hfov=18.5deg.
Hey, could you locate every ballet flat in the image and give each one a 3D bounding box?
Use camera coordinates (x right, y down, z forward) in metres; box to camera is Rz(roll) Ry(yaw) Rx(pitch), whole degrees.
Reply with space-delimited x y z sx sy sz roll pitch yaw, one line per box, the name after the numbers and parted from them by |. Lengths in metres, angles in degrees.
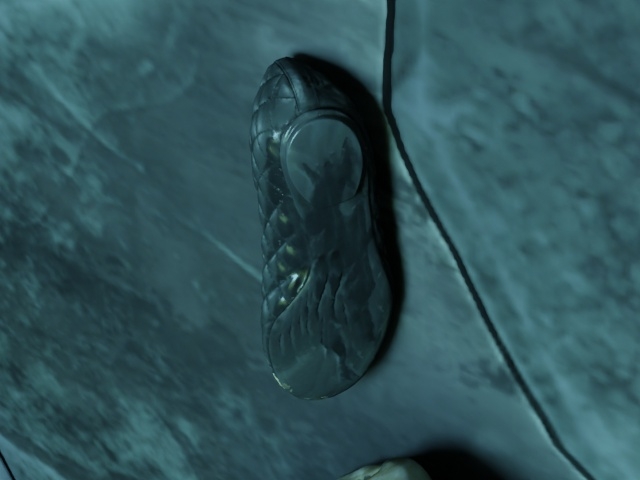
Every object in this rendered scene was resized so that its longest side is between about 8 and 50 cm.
0.000 0.000 0.827 0.049 0.057 0.173 -109 14 -48 | ballet flat

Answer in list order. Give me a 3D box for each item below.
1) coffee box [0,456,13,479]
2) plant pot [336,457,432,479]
-0.336 0.181 1.213 0.297 0.168 0.119 3 125 43 | coffee box
0.021 0.277 0.858 0.334 0.334 0.305 -34 85 53 | plant pot
